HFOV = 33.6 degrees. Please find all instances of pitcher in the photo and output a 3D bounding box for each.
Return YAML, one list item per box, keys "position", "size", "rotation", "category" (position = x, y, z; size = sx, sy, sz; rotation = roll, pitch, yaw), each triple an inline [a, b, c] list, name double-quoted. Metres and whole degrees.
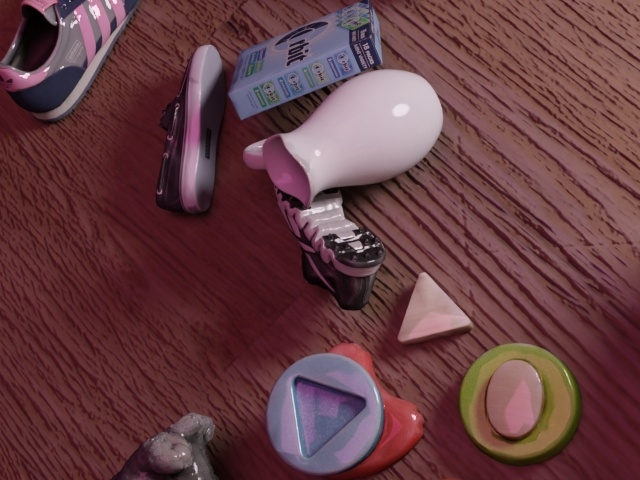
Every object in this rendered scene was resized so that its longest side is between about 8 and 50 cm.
- position: [0.023, -0.124, 1.244]
  size: [0.207, 0.125, 0.178]
  rotation: [-28, 28, -23]
  category: "pitcher"

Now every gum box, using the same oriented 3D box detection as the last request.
- position: [-0.017, -0.226, 1.309]
  size: [0.184, 0.041, 0.157]
  rotation: [-21, 26, 12]
  category: "gum box"

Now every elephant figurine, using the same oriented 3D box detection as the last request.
- position: [-0.113, 0.319, 1.144]
  size: [0.239, 0.169, 0.186]
  rotation: [48, 121, 12]
  category: "elephant figurine"

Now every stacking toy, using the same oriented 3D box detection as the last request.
- position: [0.106, 0.185, 1.113]
  size: [0.309, 0.130, 0.279]
  rotation: [37, 87, 27]
  category: "stacking toy"

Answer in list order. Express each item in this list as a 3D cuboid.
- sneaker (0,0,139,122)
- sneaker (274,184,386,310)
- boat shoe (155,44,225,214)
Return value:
- position: [-0.341, -0.326, 1.462]
  size: [0.112, 0.131, 0.319]
  rotation: [17, 78, 25]
  category: "sneaker"
- position: [0.000, 0.000, 1.246]
  size: [0.078, 0.106, 0.234]
  rotation: [-11, 37, -22]
  category: "sneaker"
- position: [-0.175, -0.144, 1.370]
  size: [0.076, 0.080, 0.228]
  rotation: [-1, 79, 18]
  category: "boat shoe"
